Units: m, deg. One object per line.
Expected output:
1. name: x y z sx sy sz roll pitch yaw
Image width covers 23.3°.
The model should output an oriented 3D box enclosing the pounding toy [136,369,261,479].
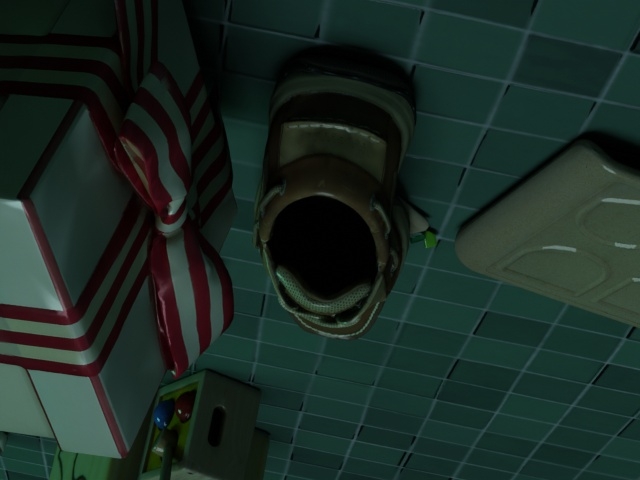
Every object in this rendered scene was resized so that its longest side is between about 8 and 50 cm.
1. pounding toy: -0.139 0.215 1.626 0.100 0.141 0.130 24 152 -26

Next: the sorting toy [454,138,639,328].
1. sorting toy: 0.260 -0.009 1.113 0.229 0.041 0.307 23 153 -14

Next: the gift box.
1. gift box: -0.188 -0.049 0.971 0.258 0.276 0.255 7 142 18

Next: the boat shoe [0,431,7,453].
1. boat shoe: -0.561 0.244 1.900 0.340 0.113 0.127 22 154 -22

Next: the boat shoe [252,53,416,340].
1. boat shoe: 0.000 0.000 1.116 0.123 0.120 0.324 8 151 6

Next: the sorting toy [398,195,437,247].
1. sorting toy: 0.053 -0.014 1.212 0.062 0.012 0.083 -17 140 38

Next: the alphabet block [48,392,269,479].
1. alphabet block: -0.195 0.299 1.765 0.193 0.197 0.192 23 153 -24
